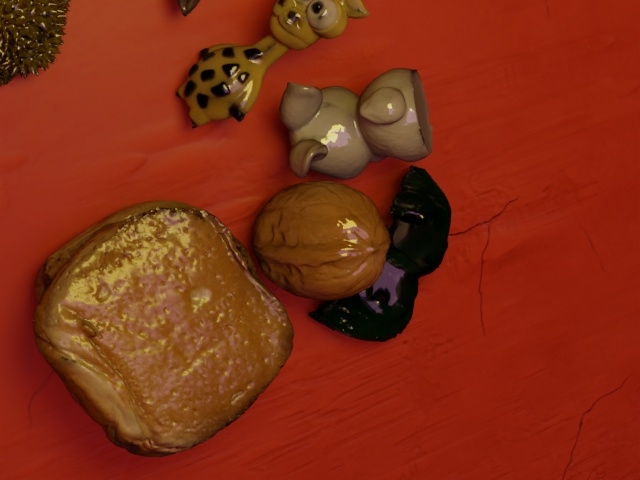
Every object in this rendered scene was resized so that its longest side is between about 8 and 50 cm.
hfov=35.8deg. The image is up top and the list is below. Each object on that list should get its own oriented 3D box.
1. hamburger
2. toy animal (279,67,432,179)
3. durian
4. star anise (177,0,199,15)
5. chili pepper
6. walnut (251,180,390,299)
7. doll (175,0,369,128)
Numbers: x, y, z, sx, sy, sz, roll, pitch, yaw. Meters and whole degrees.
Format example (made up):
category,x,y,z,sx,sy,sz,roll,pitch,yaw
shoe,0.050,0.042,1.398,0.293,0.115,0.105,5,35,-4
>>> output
category,x,y,z,sx,sy,sz,roll,pitch,yaw
hamburger,-0.199,0.108,1.263,0.284,0.174,0.304,-35,113,-13
toy animal,0.048,-0.150,1.286,0.193,0.178,0.127,-9,88,7
durian,-0.369,-0.248,1.148,0.147,0.102,0.208,15,101,-31
star anise,-0.147,-0.438,1.183,0.332,0.118,0.331,-9,109,-28
chili pepper,0.113,0.029,1.403,0.148,0.116,0.264,25,93,-29
walnut,0.000,0.000,1.306,0.159,0.207,0.159,-7,100,-44
doll,-0.060,-0.246,1.237,0.291,0.086,0.117,-36,72,16
